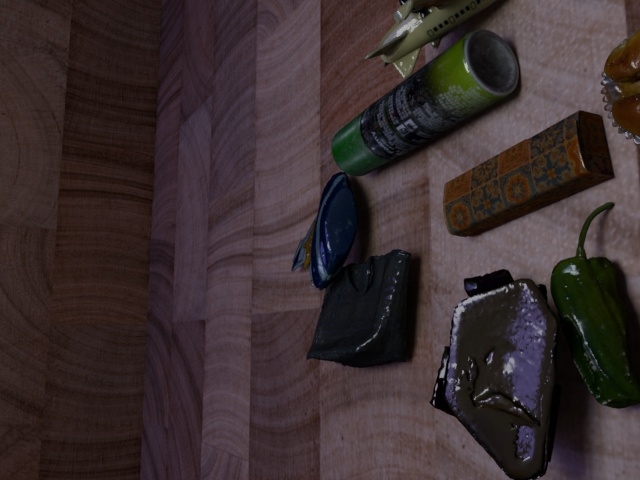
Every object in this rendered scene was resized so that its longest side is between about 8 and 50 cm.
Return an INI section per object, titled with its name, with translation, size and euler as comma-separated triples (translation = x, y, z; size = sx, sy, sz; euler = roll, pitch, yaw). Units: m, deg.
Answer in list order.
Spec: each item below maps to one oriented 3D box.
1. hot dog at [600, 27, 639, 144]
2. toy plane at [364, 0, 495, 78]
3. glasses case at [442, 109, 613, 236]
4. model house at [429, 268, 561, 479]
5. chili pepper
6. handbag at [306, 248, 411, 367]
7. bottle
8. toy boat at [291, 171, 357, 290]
[hot dog]
translation = 0.354, -0.173, 0.519
size = 0.268, 0.075, 0.144
euler = -41, 48, 49
[toy plane]
translation = 0.165, -0.312, 0.821
size = 0.244, 0.229, 0.092
euler = -41, 84, 20
[glasses case]
translation = 0.232, -0.071, 0.750
size = 0.218, 0.049, 0.075
euler = -30, 60, 56
[model house]
translation = 0.204, 0.135, 0.708
size = 0.141, 0.164, 0.203
euler = 13, 92, 24
[chili pepper]
translation = 0.272, 0.066, 0.641
size = 0.072, 0.073, 0.203
euler = 121, 146, -62
[handbag]
translation = 0.062, 0.111, 1.010
size = 0.270, 0.089, 0.175
euler = -26, 52, 62
[bottle]
translation = 0.131, -0.181, 0.910
size = 0.330, 0.093, 0.093
euler = -25, 64, 58
[toy boat]
translation = 0.000, 0.000, 1.153
size = 0.291, 0.067, 0.220
euler = 134, 150, -69
